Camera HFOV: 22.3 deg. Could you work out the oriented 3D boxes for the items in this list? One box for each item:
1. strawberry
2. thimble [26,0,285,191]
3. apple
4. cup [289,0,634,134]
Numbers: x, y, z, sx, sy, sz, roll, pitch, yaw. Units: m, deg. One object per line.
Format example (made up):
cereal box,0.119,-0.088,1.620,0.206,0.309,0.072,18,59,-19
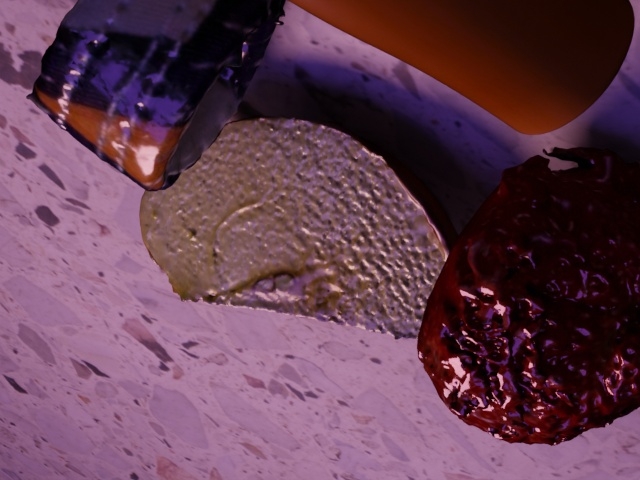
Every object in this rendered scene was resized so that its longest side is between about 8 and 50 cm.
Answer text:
strawberry,0.229,0.059,1.400,0.220,0.274,0.274,29,157,51
thimble,-0.137,-0.167,1.438,0.150,0.237,0.237,35,148,2
apple,0.000,0.000,1.581,0.346,0.179,0.254,9,154,22
cup,0.110,-0.216,1.183,0.264,0.226,0.182,34,-177,-26
